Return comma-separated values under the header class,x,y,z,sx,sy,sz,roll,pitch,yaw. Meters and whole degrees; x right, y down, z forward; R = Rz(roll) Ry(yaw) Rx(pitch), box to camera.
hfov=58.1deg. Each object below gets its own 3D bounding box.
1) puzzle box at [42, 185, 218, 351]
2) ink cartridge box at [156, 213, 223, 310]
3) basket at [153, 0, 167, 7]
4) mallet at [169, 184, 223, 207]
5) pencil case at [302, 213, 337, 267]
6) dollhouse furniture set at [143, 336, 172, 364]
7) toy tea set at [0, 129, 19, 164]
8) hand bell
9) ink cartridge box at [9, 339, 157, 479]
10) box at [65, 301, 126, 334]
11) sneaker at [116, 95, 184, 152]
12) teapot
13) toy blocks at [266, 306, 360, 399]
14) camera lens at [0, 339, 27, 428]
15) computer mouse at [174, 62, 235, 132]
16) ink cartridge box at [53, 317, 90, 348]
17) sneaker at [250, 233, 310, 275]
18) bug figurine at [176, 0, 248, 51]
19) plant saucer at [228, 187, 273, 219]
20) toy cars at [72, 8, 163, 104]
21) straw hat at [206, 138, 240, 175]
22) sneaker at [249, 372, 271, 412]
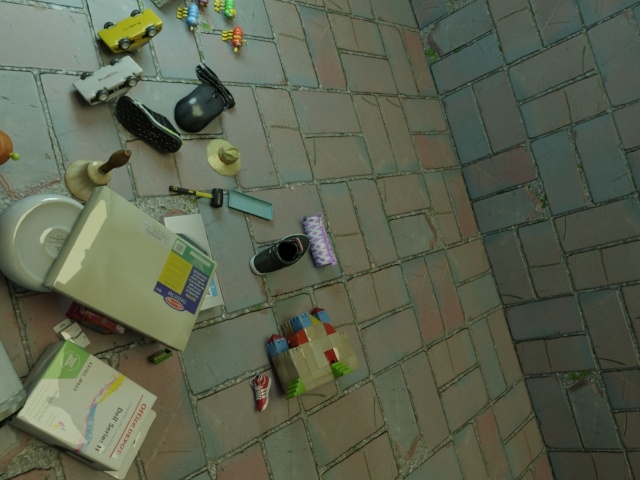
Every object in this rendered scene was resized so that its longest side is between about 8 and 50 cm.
class,x,y,z,sx,sy,sz,roll,pitch,yaw
puzzle box,-0.456,0.085,1.463,0.409,0.052,0.272,42,56,-42
ink cartridge box,-0.438,0.080,1.701,0.261,0.066,0.296,-12,85,-48
basket,-0.504,-0.873,1.935,0.103,0.113,0.167,54,45,-22
mallet,-0.395,-0.141,1.851,0.190,0.039,0.062,1,78,-41
pencil case,0.000,0.000,2.172,0.086,0.088,0.206,-17,90,-48
dollhouse furniture set,-0.458,0.261,1.593,0.059,0.076,0.151,-25,118,-41
toy tea set,-0.884,-0.279,1.354,0.200,0.124,0.336,-33,106,-17
hand bell,-0.568,-0.196,1.530,0.126,0.242,0.126,18,63,-41
ink cartridge box,-0.552,0.426,1.416,0.353,0.119,0.207,44,48,-28
box,-0.538,0.110,1.519,0.123,0.128,0.256,37,60,-31
sneaker,-0.524,-0.360,1.778,0.235,0.084,0.097,42,23,-28
teapot,-0.673,0.004,1.393,0.252,0.187,0.256,-52,129,-35
toy blocks,-0.033,0.364,1.969,0.382,0.191,0.260,-10,72,-48
camera lens,-0.757,0.277,1.180,0.219,0.219,0.274,-28,97,-48
computer mouse,-0.390,-0.473,1.943,0.188,0.072,0.272,48,47,-24
ink cartridge box,-0.632,0.242,1.465,0.048,0.028,0.083,-42,106,-46
sneaker,-0.097,0.035,2.014,0.296,0.147,0.104,-27,94,-49
bug figurine,-0.377,-0.811,2.076,0.279,0.072,0.216,12,68,-43
plant saucer,-0.244,-0.123,2.012,0.192,0.018,0.067,18,64,-41
toy cars,-0.595,-0.540,1.730,0.177,0.087,0.393,9,61,1
straw hat,-0.312,-0.293,1.968,0.145,0.061,0.144,18,64,-42
sneaker,-0.196,0.480,1.829,0.067,0.042,0.118,39,43,-35
